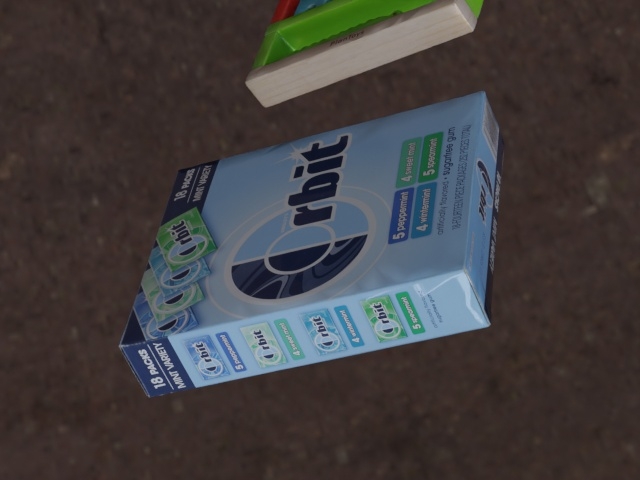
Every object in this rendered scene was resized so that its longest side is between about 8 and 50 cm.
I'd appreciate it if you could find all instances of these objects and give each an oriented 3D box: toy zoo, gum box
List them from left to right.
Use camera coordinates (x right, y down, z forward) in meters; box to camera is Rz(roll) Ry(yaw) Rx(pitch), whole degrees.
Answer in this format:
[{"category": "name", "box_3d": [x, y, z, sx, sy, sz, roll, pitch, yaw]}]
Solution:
[{"category": "gum box", "box_3d": [0.000, 0.000, 0.930, 0.184, 0.157, 0.041, -14, 124, 19]}, {"category": "toy zoo", "box_3d": [0.061, -0.235, 1.388, 0.192, 0.293, 0.030, -17, 127, 33]}]
